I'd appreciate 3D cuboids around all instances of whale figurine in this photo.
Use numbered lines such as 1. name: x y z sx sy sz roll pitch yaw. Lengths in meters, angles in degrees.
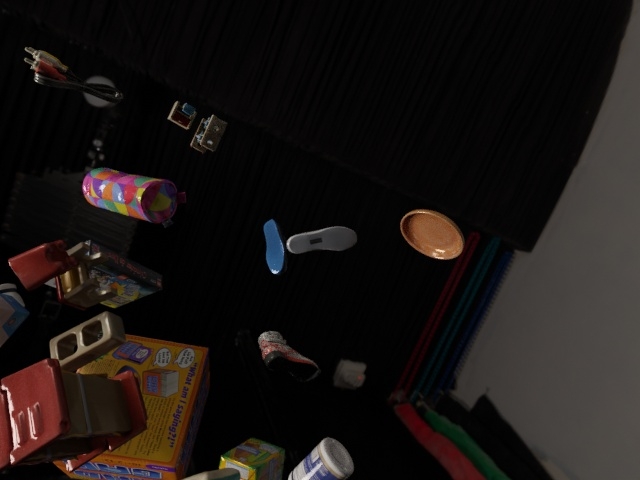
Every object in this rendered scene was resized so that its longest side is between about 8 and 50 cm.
1. whale figurine: -0.299 0.645 1.004 0.216 0.272 0.141 20 -144 -47

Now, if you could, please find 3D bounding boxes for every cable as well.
1. cable: -0.776 -0.512 1.332 0.287 0.072 0.139 15 -144 -35

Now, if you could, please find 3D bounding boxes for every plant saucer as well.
1. plant saucer: 0.340 -0.023 1.267 0.200 0.037 0.200 27 150 17

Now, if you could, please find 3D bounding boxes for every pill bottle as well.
1. pill bottle: -0.012 0.538 0.945 0.094 0.169 0.094 40 -171 -8

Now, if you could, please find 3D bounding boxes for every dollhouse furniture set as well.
1. dollhouse furniture set: -0.493 -0.444 1.642 0.184 0.128 0.129 26 172 -34
2. dollhouse furniture set: -0.440 0.169 0.683 0.374 0.152 0.201 61 179 26

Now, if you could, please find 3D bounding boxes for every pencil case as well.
1. pencil case: -0.414 -0.100 0.918 0.236 0.104 0.104 15 -178 29

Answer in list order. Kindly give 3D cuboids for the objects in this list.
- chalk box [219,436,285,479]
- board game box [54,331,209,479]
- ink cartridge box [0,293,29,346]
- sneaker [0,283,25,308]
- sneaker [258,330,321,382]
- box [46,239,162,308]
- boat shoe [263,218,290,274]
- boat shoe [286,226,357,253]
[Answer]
1. chalk box: -0.197 0.701 1.280 0.132 0.132 0.213 5 178 24
2. board game box: -0.577 0.553 1.342 0.356 0.356 0.356 11 -132 -5
3. ink cartridge box: -0.592 0.130 0.678 0.060 0.104 0.180 35 169 16
4. sneaker: -0.828 0.182 0.971 0.235 0.094 0.090 -22 174 -33
5. sneaker: -0.112 0.413 1.511 0.270 0.090 0.145 35 -167 -41
6. box: -0.531 0.091 1.027 0.233 0.159 0.044 48 -156 -56
7. boat shoe: -0.164 0.027 1.719 0.089 0.109 0.258 37 -142 -50
8. boat shoe: 0.000 0.000 1.350 0.229 0.080 0.076 -11 -170 -13
